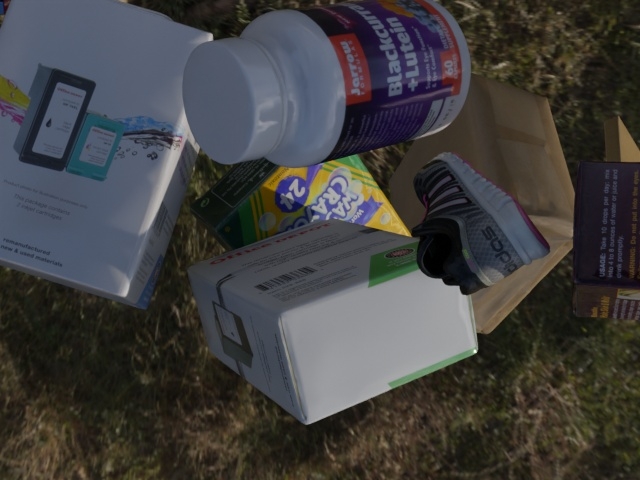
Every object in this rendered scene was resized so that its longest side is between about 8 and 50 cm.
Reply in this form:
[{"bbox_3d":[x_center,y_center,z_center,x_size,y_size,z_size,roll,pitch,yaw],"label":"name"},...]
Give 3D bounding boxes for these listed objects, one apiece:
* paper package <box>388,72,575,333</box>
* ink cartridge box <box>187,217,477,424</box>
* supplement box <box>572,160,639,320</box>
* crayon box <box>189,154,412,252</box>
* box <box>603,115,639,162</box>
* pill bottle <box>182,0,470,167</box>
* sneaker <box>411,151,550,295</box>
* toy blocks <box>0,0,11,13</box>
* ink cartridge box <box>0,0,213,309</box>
[{"bbox_3d":[0.252,-0.057,1.488,0.168,0.325,0.309,13,138,-18],"label":"paper package"},{"bbox_3d":[0.002,0.072,1.009,0.211,0.289,0.121,-19,105,-21],"label":"ink cartridge box"},{"bbox_3d":[0.254,0.005,0.562,0.188,0.104,0.080,3,75,17],"label":"supplement box"},{"bbox_3d":[0.000,0.000,1.233,0.203,0.083,0.323,-45,131,-8],"label":"crayon box"},{"bbox_3d":[0.357,-0.019,1.009,0.021,0.201,0.164,-21,126,32],"label":"box"},{"bbox_3d":[0.005,-0.110,0.640,0.193,0.108,0.108,-19,111,-38],"label":"pill bottle"},{"bbox_3d":[0.093,-0.011,0.654,0.075,0.170,0.063,-36,115,-1],"label":"sneaker"},{"bbox_3d":[-0.405,-0.395,1.004,0.261,0.191,0.381,0,103,-1],"label":"toy blocks"},{"bbox_3d":[-0.238,-0.090,0.939,0.197,0.198,0.270,17,81,-2],"label":"ink cartridge box"}]
